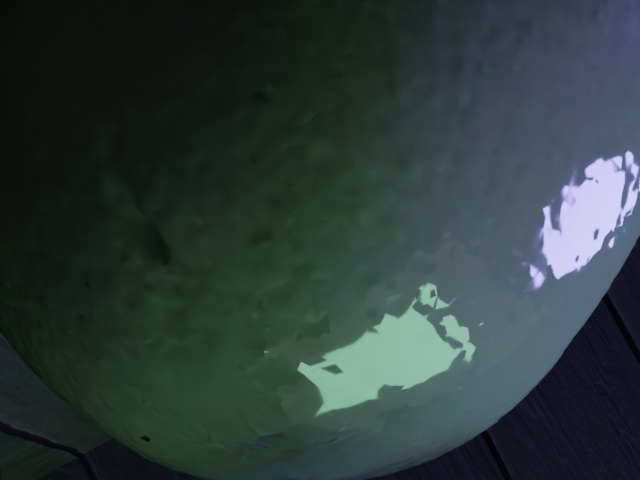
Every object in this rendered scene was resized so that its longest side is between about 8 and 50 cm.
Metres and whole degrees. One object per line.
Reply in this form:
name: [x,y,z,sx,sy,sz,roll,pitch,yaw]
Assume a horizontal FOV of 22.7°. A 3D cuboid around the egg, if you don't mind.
egg: [-0.019,0.000,0.498,0.206,0.161,0.271,10,143,-24]
